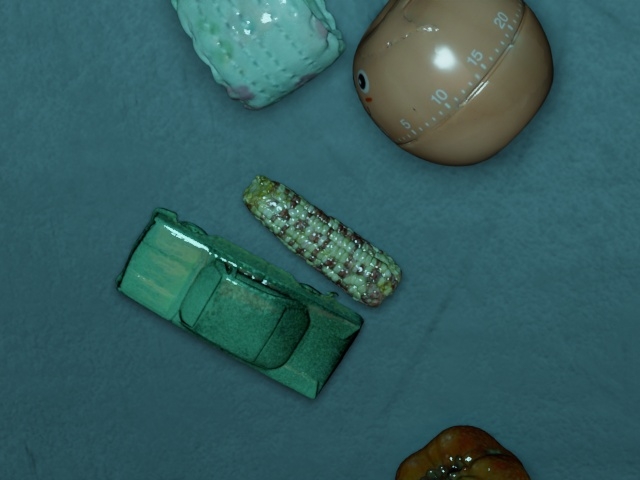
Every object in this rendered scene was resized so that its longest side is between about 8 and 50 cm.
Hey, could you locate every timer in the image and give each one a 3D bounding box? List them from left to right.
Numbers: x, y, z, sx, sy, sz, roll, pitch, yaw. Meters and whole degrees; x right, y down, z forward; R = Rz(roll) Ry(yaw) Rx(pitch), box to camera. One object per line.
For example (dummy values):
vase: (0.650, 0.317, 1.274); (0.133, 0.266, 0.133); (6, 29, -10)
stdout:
timer: (0.155, -0.209, 1.557); (0.215, 0.229, 0.229); (43, 107, -10)

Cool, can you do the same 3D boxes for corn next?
corn: (0.000, 0.000, 1.722); (0.237, 0.079, 0.079); (36, 108, -9)

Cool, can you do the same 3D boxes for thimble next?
thimble: (-0.080, -0.274, 1.574); (0.149, 0.185, 0.211); (-32, 93, 14)

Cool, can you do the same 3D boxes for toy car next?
toy car: (-0.109, 0.084, 1.748); (0.320, 0.097, 0.141); (29, 108, -7)

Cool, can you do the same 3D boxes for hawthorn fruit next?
hawthorn fruit: (0.220, 0.386, 1.792); (0.207, 0.207, 0.243); (-28, 121, 13)
